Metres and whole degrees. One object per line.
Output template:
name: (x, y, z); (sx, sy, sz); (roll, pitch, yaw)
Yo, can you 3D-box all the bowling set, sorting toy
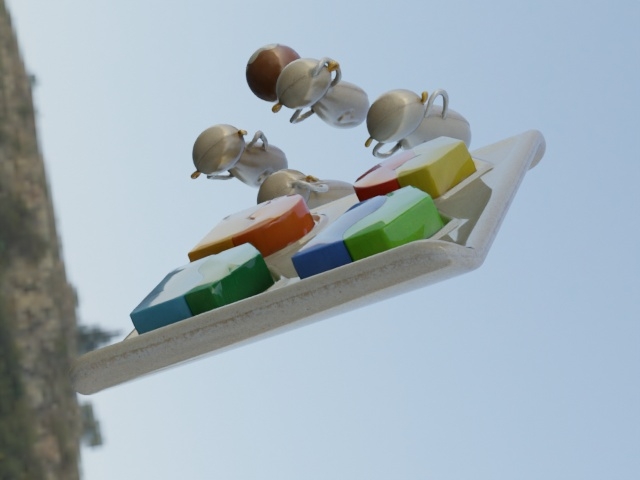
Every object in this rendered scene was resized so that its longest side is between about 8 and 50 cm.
bowling set: (-0.039, -0.083, 1.206); (0.287, 0.154, 0.200); (-41, -110, 15)
sorting toy: (0.000, 0.000, 0.670); (0.038, 0.193, 0.208); (67, 23, -9)
